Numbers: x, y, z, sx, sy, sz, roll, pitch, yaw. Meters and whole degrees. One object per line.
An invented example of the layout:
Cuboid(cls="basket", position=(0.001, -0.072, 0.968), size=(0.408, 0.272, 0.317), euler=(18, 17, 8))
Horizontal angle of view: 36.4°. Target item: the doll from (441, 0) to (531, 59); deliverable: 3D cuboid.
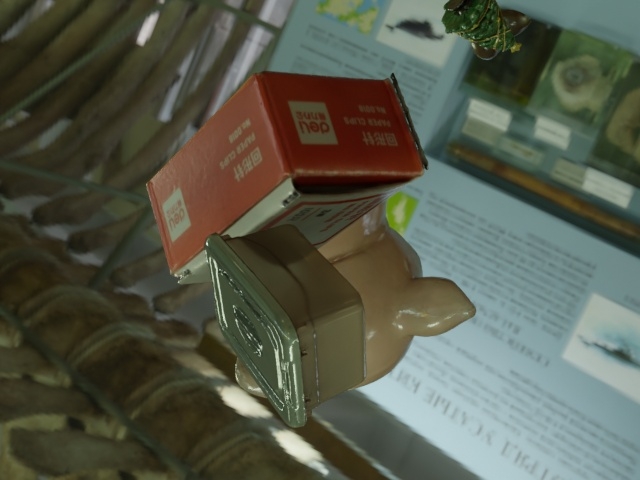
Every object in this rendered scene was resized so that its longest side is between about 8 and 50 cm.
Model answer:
Cuboid(cls="doll", position=(0.206, -0.259, 1.193), size=(0.113, 0.078, 0.077), euler=(39, -148, -15))

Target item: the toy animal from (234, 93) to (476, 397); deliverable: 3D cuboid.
Cuboid(cls="toy animal", position=(0.000, 0.000, 0.985), size=(0.237, 0.326, 0.269), euler=(-17, -132, -3))

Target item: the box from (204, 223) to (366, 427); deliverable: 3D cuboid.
Cuboid(cls="box", position=(-0.021, 0.048, 0.625), size=(0.062, 0.089, 0.122), euler=(-20, -141, -20))

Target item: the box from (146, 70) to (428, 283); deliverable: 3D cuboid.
Cuboid(cls="box", position=(-0.029, -0.044, 0.741), size=(0.133, 0.182, 0.099), euler=(-5, -110, -41))
